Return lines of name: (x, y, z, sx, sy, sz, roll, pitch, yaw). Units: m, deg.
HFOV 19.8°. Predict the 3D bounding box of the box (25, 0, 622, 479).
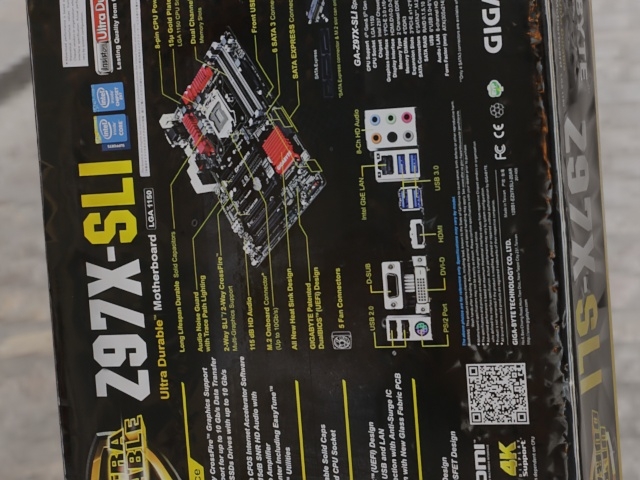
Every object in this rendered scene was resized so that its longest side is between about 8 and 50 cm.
box: (0.000, 0.000, 0.849, 0.257, 0.322, 0.079, -3, 4, 24)
